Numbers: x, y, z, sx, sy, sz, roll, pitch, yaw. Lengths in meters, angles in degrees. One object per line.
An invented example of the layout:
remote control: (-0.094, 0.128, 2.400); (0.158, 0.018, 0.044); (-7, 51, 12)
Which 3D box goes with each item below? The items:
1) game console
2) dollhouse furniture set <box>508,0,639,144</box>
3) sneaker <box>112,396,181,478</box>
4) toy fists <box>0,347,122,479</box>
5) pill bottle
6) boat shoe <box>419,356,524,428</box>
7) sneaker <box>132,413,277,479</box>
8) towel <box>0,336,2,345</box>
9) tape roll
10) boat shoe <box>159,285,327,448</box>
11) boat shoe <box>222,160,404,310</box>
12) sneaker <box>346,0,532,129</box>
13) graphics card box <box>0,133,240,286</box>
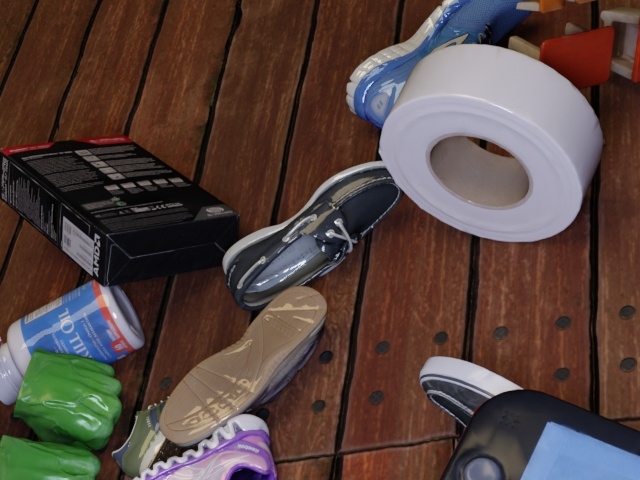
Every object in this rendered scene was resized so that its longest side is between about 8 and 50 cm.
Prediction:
game console: (0.286, 0.349, 1.518); (0.386, 0.060, 0.342); (21, 57, 20)
dollhouse furniture set: (0.387, -0.256, 2.036); (0.259, 0.262, 0.135); (-18, 32, -37)
sneaker: (-0.214, 0.241, 2.014); (0.086, 0.064, 0.192); (15, 61, 34)
toy fists: (-0.358, 0.278, 2.015); (0.142, 0.096, 0.279); (16, 48, -3)
pill bottle: (-0.380, 0.152, 2.159); (0.221, 0.124, 0.124); (-29, 41, 3)
boat shoe: (0.226, 0.240, 1.724); (0.306, 0.113, 0.105); (29, 72, 29)
sneaker: (-0.153, 0.324, 1.881); (0.236, 0.095, 0.104); (-33, 48, -5)
towel: (-0.536, 0.280, 2.094); (0.275, 0.031, 0.199); (-44, 30, 35)
tape roll: (0.225, -0.125, 1.957); (0.286, 0.286, 0.100); (4, 52, 33)
boat shoe: (-0.093, 0.183, 1.982); (0.103, 0.092, 0.285); (31, 66, 33)
boat shoe: (0.000, 0.000, 2.105); (0.302, 0.114, 0.091); (-36, 39, 12)
sneaker: (0.206, -0.269, 2.259); (0.330, 0.130, 0.147); (-39, 56, -5)
graphics card box: (-0.317, -0.055, 2.272); (0.232, 0.094, 0.371); (-10, 27, -36)
